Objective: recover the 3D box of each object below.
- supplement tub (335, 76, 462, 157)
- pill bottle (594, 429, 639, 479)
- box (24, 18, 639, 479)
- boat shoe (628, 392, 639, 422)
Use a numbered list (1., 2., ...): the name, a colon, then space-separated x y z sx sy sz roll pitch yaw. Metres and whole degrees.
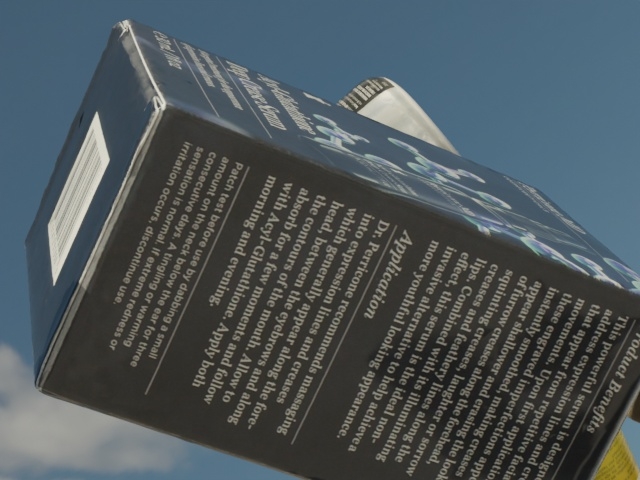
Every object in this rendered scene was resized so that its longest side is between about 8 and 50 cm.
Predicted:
1. supplement tub: 0.000 0.000 1.534 0.316 0.193 0.193 -40 -28 1
2. pill bottle: 0.254 0.218 1.558 0.119 0.208 0.119 -25 13 6
3. box: 0.005 0.027 1.126 0.395 0.293 0.212 21 -77 -19
4. boat shoe: 0.352 0.147 1.334 0.060 0.178 0.064 -13 -65 -53
